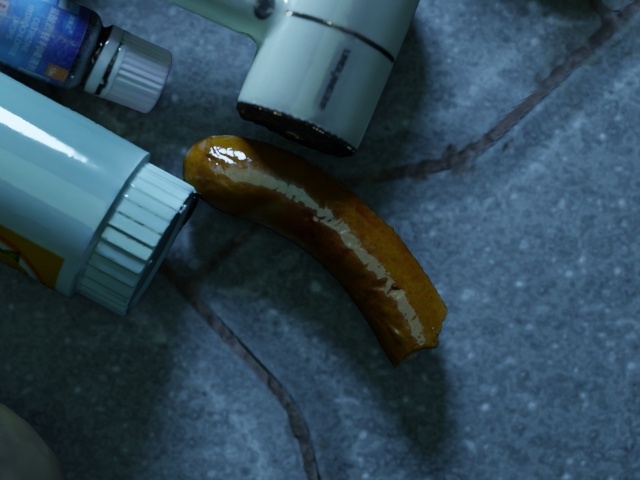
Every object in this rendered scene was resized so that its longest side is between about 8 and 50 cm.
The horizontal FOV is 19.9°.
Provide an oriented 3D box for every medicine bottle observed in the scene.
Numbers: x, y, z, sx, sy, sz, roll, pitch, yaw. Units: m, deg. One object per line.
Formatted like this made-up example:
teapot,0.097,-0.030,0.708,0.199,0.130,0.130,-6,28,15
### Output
medicine bottle,-0.284,-0.062,1.706,0.318,0.158,0.158,29,85,1
medicine bottle,-0.244,-0.187,1.740,0.203,0.083,0.083,21,85,-16

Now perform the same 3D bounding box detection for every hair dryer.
hair dryer,-0.094,-0.237,1.714,0.362,0.128,0.203,24,85,-12

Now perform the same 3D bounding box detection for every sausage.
sausage,0.002,-0.004,1.749,0.302,0.076,0.103,41,83,2

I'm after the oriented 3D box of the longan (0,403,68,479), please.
longan,-0.437,0.299,1.576,0.436,0.404,0.404,8,85,-27
